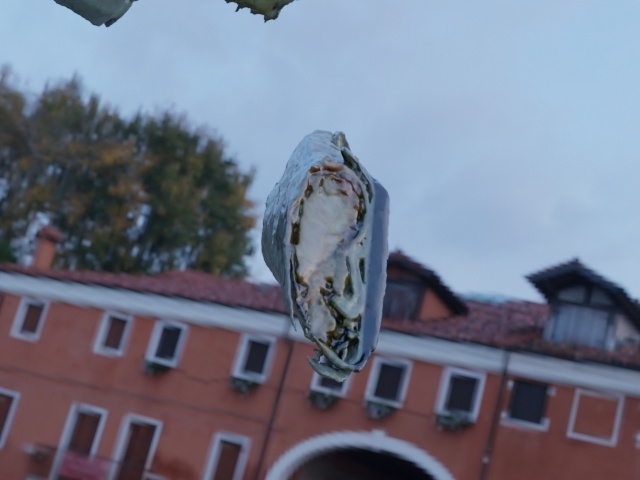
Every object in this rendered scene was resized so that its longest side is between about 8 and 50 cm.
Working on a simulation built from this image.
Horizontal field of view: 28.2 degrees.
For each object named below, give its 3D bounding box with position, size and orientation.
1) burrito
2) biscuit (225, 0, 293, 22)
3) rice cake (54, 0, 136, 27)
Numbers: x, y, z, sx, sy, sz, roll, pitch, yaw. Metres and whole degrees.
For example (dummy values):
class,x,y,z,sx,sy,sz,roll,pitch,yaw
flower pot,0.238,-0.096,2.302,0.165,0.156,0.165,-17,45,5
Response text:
class,x,y,z,sx,sy,sz,roll,pitch,yaw
burrito,0.001,-0.012,1.216,0.107,0.175,0.348,2,17,-6
biscuit,-0.067,-0.280,1.179,0.203,0.144,0.016,22,28,-23
rice cake,-0.210,-0.252,0.998,0.211,0.038,0.124,24,-52,-39
